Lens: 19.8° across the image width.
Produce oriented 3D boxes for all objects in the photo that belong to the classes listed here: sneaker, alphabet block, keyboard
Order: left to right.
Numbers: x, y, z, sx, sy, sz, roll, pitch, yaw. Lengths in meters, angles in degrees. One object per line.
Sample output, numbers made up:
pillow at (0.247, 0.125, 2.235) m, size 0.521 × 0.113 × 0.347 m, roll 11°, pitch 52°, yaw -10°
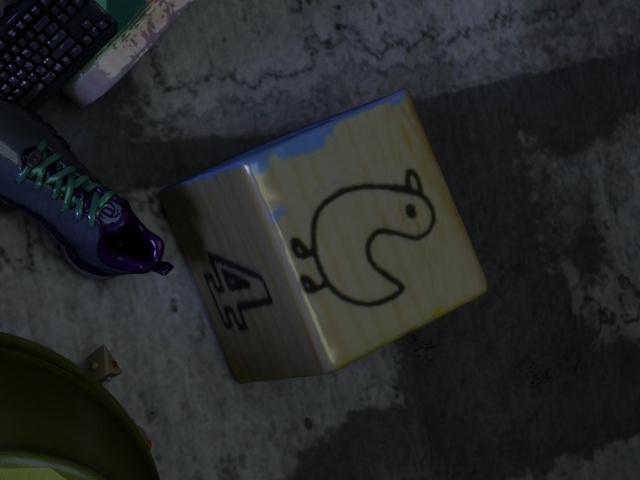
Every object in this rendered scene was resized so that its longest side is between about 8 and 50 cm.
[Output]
keyboard at (-0.271, -0.157, 1.564) m, size 0.180 × 0.023 × 0.108 m, roll -43°, pitch 106°, yaw 9°
sneaker at (-0.213, -0.048, 1.557) m, size 0.223 × 0.098 × 0.083 m, roll 45°, pitch 63°, yaw -36°
sneaker at (-0.160, -0.265, 1.643) m, size 0.121 × 0.108 × 0.302 m, roll 46°, pitch 66°, yaw -20°
alphabet block at (0.000, 0.000, 1.644) m, size 0.192 × 0.193 × 0.197 m, roll -26°, pitch 95°, yaw -27°

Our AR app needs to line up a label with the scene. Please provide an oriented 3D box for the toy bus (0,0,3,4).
toy bus at (-0.257, -0.328, 1.599) m, size 0.191 × 0.202 × 0.104 m, roll 55°, pitch 23°, yaw 7°

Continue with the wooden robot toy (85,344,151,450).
wooden robot toy at (-0.178, 0.182, 1.595) m, size 0.079 × 0.076 × 0.173 m, roll 17°, pitch 75°, yaw -37°

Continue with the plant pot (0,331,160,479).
plant pot at (-0.254, 0.255, 1.338) m, size 0.366 × 0.353 × 0.366 m, roll 0°, pitch 91°, yaw -17°
